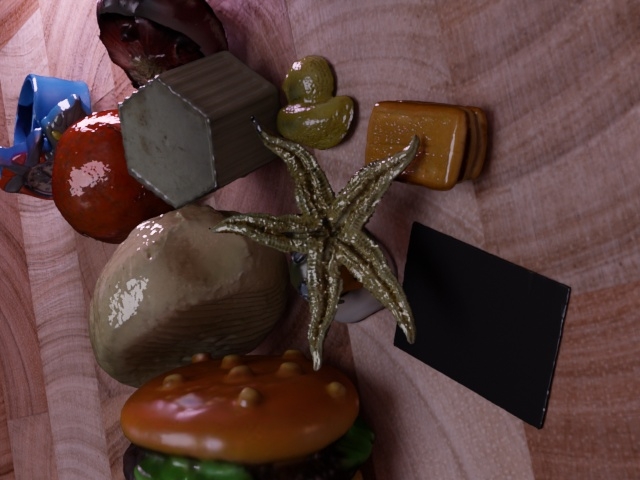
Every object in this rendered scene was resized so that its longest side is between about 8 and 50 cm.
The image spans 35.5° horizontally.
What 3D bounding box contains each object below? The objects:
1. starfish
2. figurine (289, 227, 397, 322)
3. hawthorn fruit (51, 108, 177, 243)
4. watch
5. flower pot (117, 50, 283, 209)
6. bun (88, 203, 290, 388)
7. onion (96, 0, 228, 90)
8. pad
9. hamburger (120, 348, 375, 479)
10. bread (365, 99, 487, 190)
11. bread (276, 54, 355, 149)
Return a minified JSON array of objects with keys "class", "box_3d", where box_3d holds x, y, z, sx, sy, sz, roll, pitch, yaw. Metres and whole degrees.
[{"class":"starfish","box_3d":[0.001,0.002,1.434,0.347,0.078,0.358,15,101,21]},{"class":"figurine","box_3d":[-0.013,0.056,1.571,0.250,0.141,0.167,-12,86,53]},{"class":"hawthorn fruit","box_3d":[-0.360,-0.132,1.926,0.307,0.276,0.276,-5,90,37]},{"class":"watch","box_3d":[-0.610,-0.268,2.271,0.305,0.241,0.275,-56,38,40]},{"class":"flower pot","box_3d":[-0.201,-0.187,1.692,0.239,0.189,0.209,-23,97,40]},{"class":"bun","box_3d":[-0.234,0.082,1.681,0.352,0.349,0.227,-51,57,30]},{"class":"onion","box_3d":[-0.276,-0.390,1.829,0.272,0.272,0.195,-22,34,51]},{"class":"pad","box_3d":[0.213,0.109,1.391,0.299,0.005,0.202,26,113,49]},{"class":"hamburger","box_3d":[-0.130,0.319,1.540,0.395,0.395,0.278,8,104,52]},{"class":"bread","box_3d":[0.144,-0.135,1.396,0.200,0.077,0.116,15,108,53]},{"class":"bread","box_3d":[-0.017,-0.224,1.612,0.187,0.065,0.150,22,106,52]}]
